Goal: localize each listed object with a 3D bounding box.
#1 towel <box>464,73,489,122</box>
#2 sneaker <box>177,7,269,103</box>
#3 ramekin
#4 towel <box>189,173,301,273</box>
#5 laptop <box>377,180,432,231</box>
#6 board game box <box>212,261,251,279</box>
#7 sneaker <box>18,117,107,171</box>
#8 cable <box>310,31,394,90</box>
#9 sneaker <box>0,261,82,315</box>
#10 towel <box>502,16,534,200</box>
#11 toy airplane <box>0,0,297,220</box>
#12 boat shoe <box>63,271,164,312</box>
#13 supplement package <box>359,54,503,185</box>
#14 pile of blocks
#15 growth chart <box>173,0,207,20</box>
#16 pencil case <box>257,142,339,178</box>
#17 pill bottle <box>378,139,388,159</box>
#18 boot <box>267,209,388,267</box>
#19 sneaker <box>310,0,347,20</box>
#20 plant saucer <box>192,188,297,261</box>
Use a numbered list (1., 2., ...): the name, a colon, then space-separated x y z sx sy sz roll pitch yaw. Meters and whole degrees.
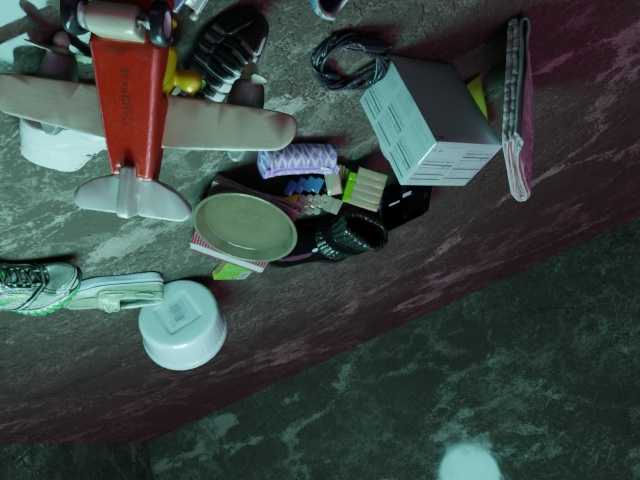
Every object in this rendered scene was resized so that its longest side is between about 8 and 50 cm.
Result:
1. towel: 0.402 -0.345 1.481 0.102 0.021 0.237 -37 147 3
2. sneaker: -0.184 -0.317 1.074 0.281 0.106 0.162 -47 175 17
3. ramekin: -0.446 0.261 1.762 0.277 0.277 0.135 -15 146 -12
4. towel: -0.217 -0.034 1.508 0.237 0.037 0.329 21 141 -12
5. laptop: 0.226 -0.111 1.761 0.234 0.136 0.264 -25 134 -31
6. board game box: -0.239 0.051 1.770 0.124 0.039 0.259 2 148 -40
7. sneaker: -0.433 -0.213 1.078 0.292 0.108 0.169 -6 164 -34
8. cable: 0.060 -0.378 1.175 0.184 0.047 0.150 -6 157 -23
9. sneaker: -0.786 0.117 1.386 0.343 0.134 0.146 -11 151 -19
10. towel: 0.481 -0.305 1.318 0.053 0.332 0.317 2 162 24
11. toy airplane: -0.286 -0.224 0.907 0.384 0.272 0.386 -34 114 20
12. boat shoe: -0.619 0.165 1.641 0.302 0.094 0.109 -10 152 -21
13. supplement package: 0.248 -0.272 1.257 0.204 0.262 0.145 -3 149 -31
14. pile of blocks: 0.001 -0.142 1.535 0.362 0.149 0.113 -9 -164 -4
15. growth chart: -0.269 -0.426 0.862 0.237 0.021 0.172 2 147 -38
16. pencil case: -0.055 -0.197 1.376 0.206 0.088 0.086 -7 148 -25
17. pill bottle: 0.240 -0.274 1.444 0.160 0.087 0.087 -19 154 -5
18. boot: 0.000 -0.004 1.635 0.347 0.131 0.260 -4 172 -30
19. sneaker: 0.059 -0.480 0.926 0.085 0.086 0.237 0 145 -33
20. plant saucer: -0.194 -0.040 1.434 0.277 0.041 0.278 7 143 5
